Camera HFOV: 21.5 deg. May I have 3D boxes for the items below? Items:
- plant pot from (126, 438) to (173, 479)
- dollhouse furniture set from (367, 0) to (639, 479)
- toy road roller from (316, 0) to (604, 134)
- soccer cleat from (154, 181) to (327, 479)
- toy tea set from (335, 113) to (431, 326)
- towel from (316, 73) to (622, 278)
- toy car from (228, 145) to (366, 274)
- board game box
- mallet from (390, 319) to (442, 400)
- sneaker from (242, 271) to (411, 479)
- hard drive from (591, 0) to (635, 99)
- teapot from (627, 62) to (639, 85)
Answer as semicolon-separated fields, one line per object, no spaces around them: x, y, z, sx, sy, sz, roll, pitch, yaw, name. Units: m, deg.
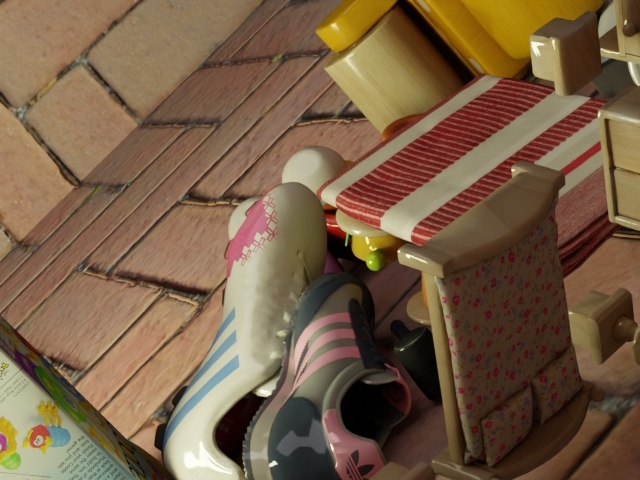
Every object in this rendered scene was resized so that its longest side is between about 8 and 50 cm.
-0.221;0.245;1.797;0.081;0.083;0.081;-46;17;-14;plant pot
0.185;0.017;1.151;0.174;0.303;0.355;19;43;40;dollhouse furniture set
0.178;-0.261;1.923;0.329;0.202;0.240;-44;12;-6;toy road roller
-0.044;0.100;1.664;0.143;0.116;0.331;6;70;48;soccer cleat
0.129;-0.013;1.692;0.200;0.124;0.336;1;33;22;toy tea set
0.173;-0.060;1.563;0.237;0.037;0.329;-35;30;-21;towel
0.000;0.000;1.861;0.182;0.159;0.136;-43;54;-4;toy car
-0.276;0.221;1.653;0.144;0.275;0.142;-42;18;-1;board game box
0.092;0.106;1.565;0.039;0.062;0.190;-35;3;-1;mallet
0.032;0.132;1.544;0.131;0.112;0.319;-14;31;23;sneaker
0.409;-0.303;1.828;0.233;0.047;0.353;-31;21;30;hard drive
0.395;-0.229;1.486;0.253;0.187;0.256;-21;-7;3;teapot
